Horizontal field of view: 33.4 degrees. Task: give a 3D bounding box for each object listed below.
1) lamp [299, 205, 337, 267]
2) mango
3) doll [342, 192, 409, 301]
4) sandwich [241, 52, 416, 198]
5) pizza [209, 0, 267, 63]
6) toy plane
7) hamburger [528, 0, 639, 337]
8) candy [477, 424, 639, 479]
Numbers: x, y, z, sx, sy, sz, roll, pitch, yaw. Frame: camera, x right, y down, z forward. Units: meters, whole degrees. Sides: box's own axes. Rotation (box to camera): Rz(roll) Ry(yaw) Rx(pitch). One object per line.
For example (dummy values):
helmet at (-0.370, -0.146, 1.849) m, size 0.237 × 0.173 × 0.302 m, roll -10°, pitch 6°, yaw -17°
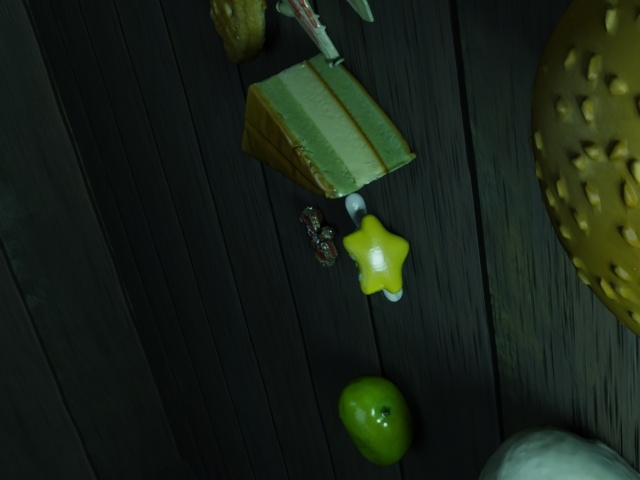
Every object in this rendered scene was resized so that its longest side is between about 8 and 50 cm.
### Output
lamp at (0.000, 0.000, 1.459) m, size 0.063 × 0.031 × 0.083 m, roll 50°, pitch 160°, yaw 39°
mango at (0.083, 0.252, 1.477) m, size 0.117 × 0.089 × 0.163 m, roll 37°, pitch 159°, yaw 40°
doll at (0.064, 0.004, 1.263) m, size 0.113 × 0.071 × 0.135 m, roll 65°, pitch -179°, yaw -76°
sandwich at (0.005, -0.099, 1.192) m, size 0.187 × 0.117 × 0.144 m, roll 54°, pitch 161°, yaw 24°
pizza at (-0.100, -0.314, 1.292) m, size 0.127 × 0.058 × 0.246 m, roll 43°, pitch 153°, yaw 46°
toy plane at (-0.037, -0.299, 1.073) m, size 0.256 × 0.104 × 0.242 m, roll 41°, pitch 152°, yaw 51°
hamburger at (0.224, -0.049, 0.517) m, size 0.274 × 0.212 × 0.274 m, roll 52°, pitch 157°, yaw 32°
candy at (0.238, 0.321, 0.988) m, size 0.296 × 0.185 × 0.295 m, roll 59°, pitch 165°, yaw 26°
